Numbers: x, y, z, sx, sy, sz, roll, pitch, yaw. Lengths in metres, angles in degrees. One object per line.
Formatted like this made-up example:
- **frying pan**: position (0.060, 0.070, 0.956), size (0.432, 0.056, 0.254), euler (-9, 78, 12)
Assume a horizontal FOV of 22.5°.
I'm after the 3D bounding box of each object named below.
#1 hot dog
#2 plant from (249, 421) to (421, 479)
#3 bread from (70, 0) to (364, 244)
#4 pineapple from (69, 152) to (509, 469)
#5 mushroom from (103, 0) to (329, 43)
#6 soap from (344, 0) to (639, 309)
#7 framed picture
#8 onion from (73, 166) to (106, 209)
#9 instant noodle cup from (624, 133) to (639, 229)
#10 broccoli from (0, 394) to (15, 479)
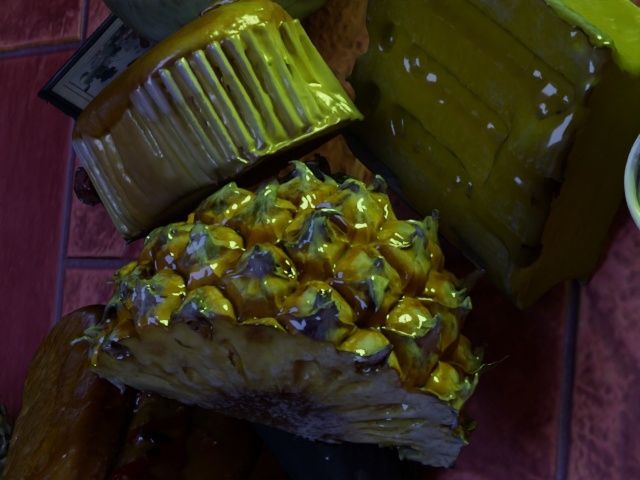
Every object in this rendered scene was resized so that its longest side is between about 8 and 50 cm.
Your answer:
- **hot dog**: position (-0.178, 0.193, 1.535), size (0.223, 0.185, 0.405), euler (-45, 23, 24)
- **plant**: position (0.008, 0.124, 1.468), size (0.142, 0.164, 0.256), euler (-30, 81, 58)
- **bread**: position (-0.105, -0.117, 1.461), size (0.156, 0.204, 0.288), euler (63, 151, 0)
- **pineapple**: position (0.000, -0.003, 1.319), size (0.209, 0.344, 0.286), euler (120, 163, -54)
- **mushroom**: position (-0.096, -0.356, 1.576), size (0.352, 0.260, 0.352), euler (-19, 62, 42)
- **soap**: position (0.151, -0.122, 1.373), size (0.281, 0.143, 0.259), euler (45, 132, 37)
- **framed picture**: position (-0.214, -0.208, 1.767), size (0.199, 0.010, 0.195), euler (-48, 33, -6)
- **onion**: position (-0.174, -0.069, 1.698), size (0.198, 0.135, 0.173), euler (-27, 28, 44)
- **instant noodle cup**: position (0.313, -0.042, 1.218), size (0.151, 0.122, 0.151), euler (-11, 73, 43)
- **broccoli**: position (-0.445, 0.301, 1.756), size (0.275, 0.397, 0.353), euler (-33, 54, 9)
